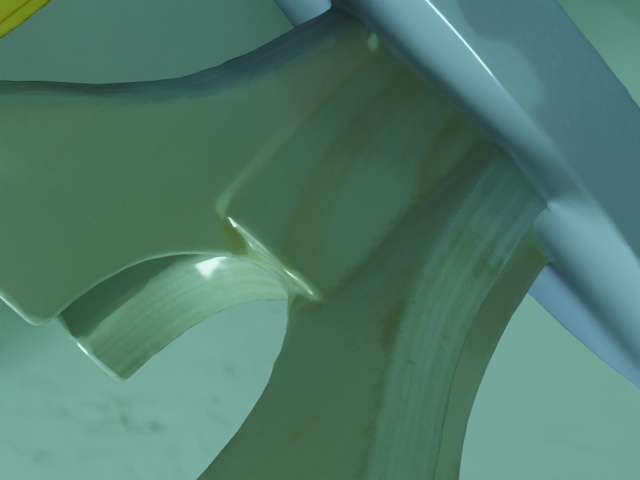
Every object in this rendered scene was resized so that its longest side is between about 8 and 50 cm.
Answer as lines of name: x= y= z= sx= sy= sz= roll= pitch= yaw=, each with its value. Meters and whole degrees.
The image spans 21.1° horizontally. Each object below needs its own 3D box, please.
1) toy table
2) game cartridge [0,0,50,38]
toy table: x=0.000 y=0.000 z=0.532 sx=0.161 sy=0.252 sz=0.274 roll=-45 pitch=107 yaw=-6
game cartridge: x=-0.149 y=-0.177 z=0.344 sx=0.285 sy=0.052 sz=0.324 roll=-27 pitch=89 yaw=37
